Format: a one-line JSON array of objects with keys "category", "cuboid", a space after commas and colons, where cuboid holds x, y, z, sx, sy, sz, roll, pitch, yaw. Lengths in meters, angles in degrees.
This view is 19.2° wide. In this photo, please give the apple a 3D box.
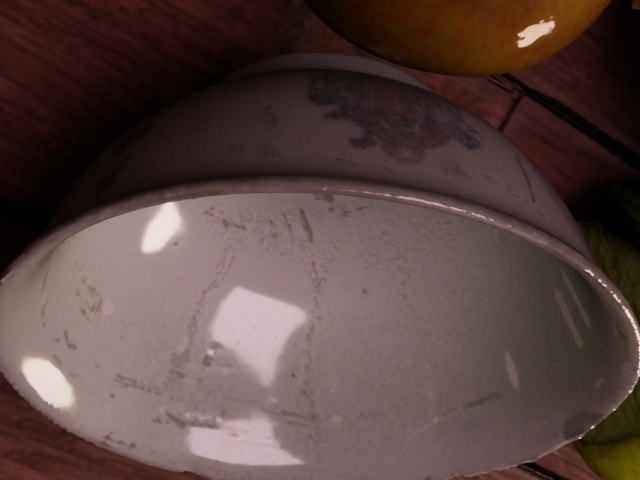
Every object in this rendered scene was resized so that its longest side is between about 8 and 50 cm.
[{"category": "apple", "cuboid": [0.096, -0.236, 1.266, 0.264, 0.264, 0.264, -9, 112, -23]}]

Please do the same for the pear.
[{"category": "pear", "cuboid": [0.317, 0.086, 1.548, 0.238, 0.164, 0.255, -10, 117, -31]}]

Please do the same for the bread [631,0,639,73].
[{"category": "bread", "cuboid": [0.423, -0.104, 1.402, 0.300, 0.341, 0.210, -11, 156, -22]}]

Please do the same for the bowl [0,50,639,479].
[{"category": "bowl", "cuboid": [0.000, 0.000, 1.294, 0.435, 0.435, 0.196, 25, 53, -31]}]
